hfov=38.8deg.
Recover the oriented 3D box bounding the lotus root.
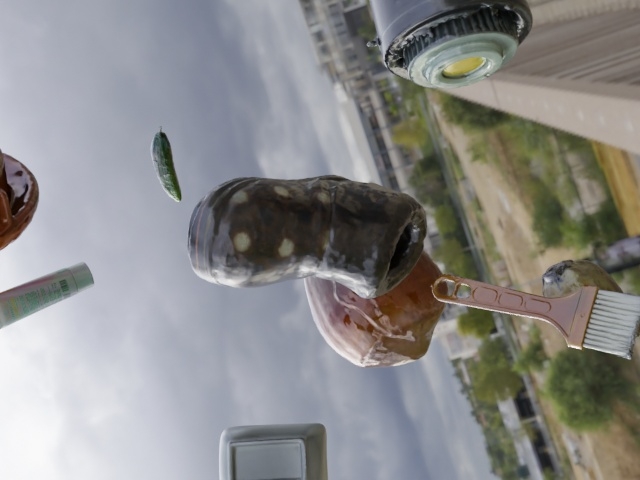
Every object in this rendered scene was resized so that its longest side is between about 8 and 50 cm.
[{"bbox_3d":[0.505,0.117,1.687,0.214,0.138,0.138,35,-173,3],"label":"lotus root"}]

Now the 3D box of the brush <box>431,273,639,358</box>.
[{"bbox_3d":[0.290,0.091,1.274,0.017,0.315,0.090,33,-108,-51],"label":"brush"}]

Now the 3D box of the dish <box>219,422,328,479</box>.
[{"bbox_3d":[-0.095,0.427,1.741,0.077,0.213,0.151,60,-153,-73],"label":"dish"}]

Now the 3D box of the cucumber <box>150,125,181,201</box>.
[{"bbox_3d":[-0.281,-0.137,1.639,0.039,0.039,0.167,-100,2,-48],"label":"cucumber"}]

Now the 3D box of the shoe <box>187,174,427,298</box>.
[{"bbox_3d":[0.000,0.000,1.352,0.384,0.237,0.171,-9,-66,-52],"label":"shoe"}]

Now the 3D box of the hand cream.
[{"bbox_3d":[-0.463,0.088,1.498,0.047,0.174,0.076,42,146,39],"label":"hand cream"}]

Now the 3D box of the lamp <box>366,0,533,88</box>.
[{"bbox_3d":[0.153,-0.342,1.227,0.205,0.374,0.272,19,-106,-60],"label":"lamp"}]

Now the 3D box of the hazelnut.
[{"bbox_3d":[0.121,0.122,2.123,0.372,0.315,0.372,33,152,20],"label":"hazelnut"}]

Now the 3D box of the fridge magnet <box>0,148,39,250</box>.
[{"bbox_3d":[-0.614,-0.067,1.372,0.363,0.364,0.155,-98,10,-56],"label":"fridge magnet"}]
